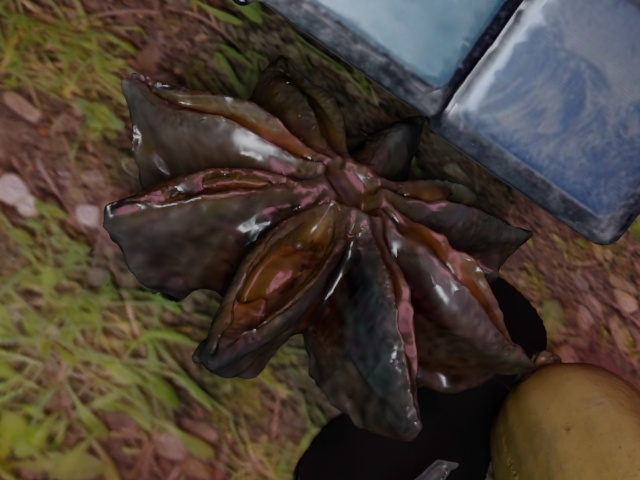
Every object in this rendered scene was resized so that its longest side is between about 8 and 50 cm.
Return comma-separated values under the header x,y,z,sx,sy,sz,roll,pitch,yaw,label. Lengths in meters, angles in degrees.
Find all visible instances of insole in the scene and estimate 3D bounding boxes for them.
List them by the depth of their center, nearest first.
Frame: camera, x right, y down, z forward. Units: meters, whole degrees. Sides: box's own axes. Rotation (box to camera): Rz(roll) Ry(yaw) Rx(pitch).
x,y,z,sx,sy,sz,roll,pitch,yaw,label
0.074,0.129,0.982,0.119,0.009,0.348,43,42,-1,insole

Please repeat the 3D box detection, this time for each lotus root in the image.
x,y,z,sx,sy,sz,roll,pitch,yaw,label
0.194,0.198,0.912,0.146,0.130,0.303,46,24,-52,lotus root

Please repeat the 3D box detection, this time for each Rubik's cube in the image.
x,y,z,sx,sy,sz,roll,pitch,yaw,label
0.152,-0.228,1.031,0.313,0.318,0.316,34,12,-9,Rubik's cube

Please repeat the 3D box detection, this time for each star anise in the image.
x,y,z,sx,sy,sz,roll,pitch,yaw,label
0.002,0.002,0.952,0.331,0.118,0.332,15,46,-16,star anise

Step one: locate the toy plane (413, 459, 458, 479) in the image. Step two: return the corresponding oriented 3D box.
x,y,z,sx,sy,sz,roll,pitch,yaw,label
0.033,0.216,0.836,0.226,0.058,0.226,27,56,-20,toy plane
